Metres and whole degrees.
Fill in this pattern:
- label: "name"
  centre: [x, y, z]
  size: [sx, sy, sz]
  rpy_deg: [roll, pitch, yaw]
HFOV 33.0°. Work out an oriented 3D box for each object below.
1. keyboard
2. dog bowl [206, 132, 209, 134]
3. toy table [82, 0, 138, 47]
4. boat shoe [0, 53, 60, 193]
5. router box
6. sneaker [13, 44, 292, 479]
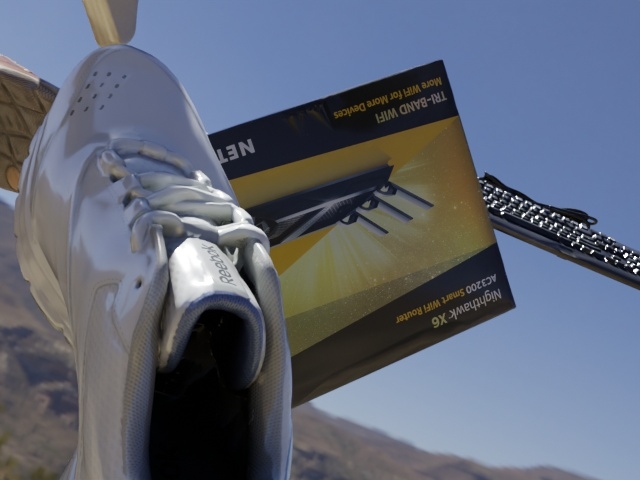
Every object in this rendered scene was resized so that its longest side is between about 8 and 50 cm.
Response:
- label: "keyboard"
  centre: [0.270, -0.026, 1.311]
  size: [0.317, 0.033, 0.201]
  rpy_deg: [23, 17, -15]
- label: "dog bowl"
  centre: [-0.154, -0.060, 1.294]
  size: [0.265, 0.104, 0.265]
  rpy_deg: [36, 8, -6]
- label: "toy table"
  centre: [-0.194, -0.324, 0.999]
  size: [0.274, 0.161, 0.252]
  rpy_deg: [-15, -67, 28]
- label: "boat shoe"
  centre: [-0.325, -0.141, 1.040]
  size: [0.324, 0.123, 0.116]
  rpy_deg: [23, 31, 7]
- label: "router box"
  centre: [0.000, 0.000, 0.958]
  size: [0.309, 0.242, 0.081]
  rpy_deg: [-22, 9, -22]
- label: "sneaker"
  centre: [-0.057, 0.023, 0.438]
  size: [0.111, 0.297, 0.129]
  rpy_deg: [2, -38, -25]
